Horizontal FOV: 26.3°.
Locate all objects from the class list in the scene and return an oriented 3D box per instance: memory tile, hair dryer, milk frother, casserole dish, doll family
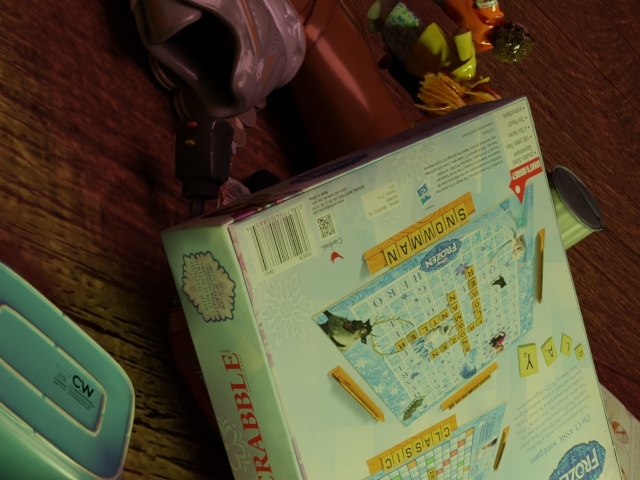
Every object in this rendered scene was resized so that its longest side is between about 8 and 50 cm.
[{"bbox_3d":[-0.089,-0.129,1.109,0.113,0.012,0.148,57,26,-20],"label":"memory tile"},{"bbox_3d":[-0.009,0.060,0.965,0.224,0.080,0.293,18,66,-37],"label":"hair dryer"},{"bbox_3d":[0.206,-0.006,1.440,0.129,0.135,0.143,40,32,-20],"label":"milk frother"},{"bbox_3d":[-0.162,0.078,0.760,0.188,0.037,0.114,49,31,-35],"label":"casserole dish"},{"bbox_3d":[0.119,-0.141,1.274,0.163,0.118,0.263,47,-10,19],"label":"doll family"}]

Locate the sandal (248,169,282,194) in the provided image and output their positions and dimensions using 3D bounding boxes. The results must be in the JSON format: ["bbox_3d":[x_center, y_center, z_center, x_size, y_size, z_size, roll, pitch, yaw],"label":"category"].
[{"bbox_3d":[0.000,0.000,1.141,0.179,0.040,0.067,49,30,-34],"label":"sandal"}]

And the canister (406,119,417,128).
[{"bbox_3d":[0.086,-0.012,1.287,0.126,0.073,0.169,37,40,-50],"label":"canister"}]

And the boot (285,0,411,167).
[{"bbox_3d":[0.003,-0.148,1.169,0.220,0.109,0.283,56,20,-36],"label":"boot"}]

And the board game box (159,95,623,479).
[{"bbox_3d":[0.068,0.093,0.933,0.319,0.066,0.318,-24,103,-44],"label":"board game box"}]

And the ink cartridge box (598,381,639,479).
[{"bbox_3d":[0.349,0.340,1.542,0.385,0.091,0.308,42,31,-12],"label":"ink cartridge box"}]

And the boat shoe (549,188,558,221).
[{"bbox_3d":[0.189,0.099,1.360,0.113,0.103,0.302,0,86,-68],"label":"boat shoe"}]

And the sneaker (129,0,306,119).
[{"bbox_3d":[-0.112,-0.206,1.018,0.262,0.099,0.121,51,33,-14],"label":"sneaker"}]
